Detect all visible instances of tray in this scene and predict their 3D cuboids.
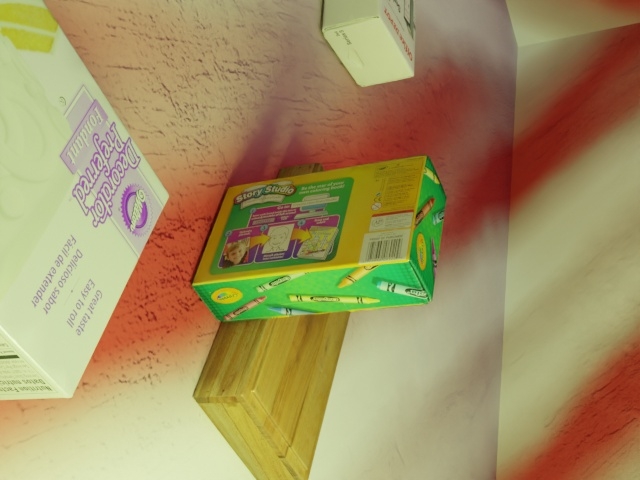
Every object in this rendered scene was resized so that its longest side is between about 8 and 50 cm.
[{"bbox_3d":[-0.036,0.103,1.135,0.411,0.076,0.203,-74,148,-43],"label":"tray"}]

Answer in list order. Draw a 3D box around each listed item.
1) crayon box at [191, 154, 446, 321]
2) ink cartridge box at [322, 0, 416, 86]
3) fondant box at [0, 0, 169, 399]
[{"bbox_3d":[0.000,0.000,0.986,0.081,0.278,0.165,60,33,-40],"label":"crayon box"},{"bbox_3d":[0.096,-0.455,1.526,0.198,0.114,0.273,41,47,-57],"label":"ink cartridge box"},{"bbox_3d":[-0.266,-0.069,0.631,0.238,0.096,0.330,-74,149,-42],"label":"fondant box"}]
